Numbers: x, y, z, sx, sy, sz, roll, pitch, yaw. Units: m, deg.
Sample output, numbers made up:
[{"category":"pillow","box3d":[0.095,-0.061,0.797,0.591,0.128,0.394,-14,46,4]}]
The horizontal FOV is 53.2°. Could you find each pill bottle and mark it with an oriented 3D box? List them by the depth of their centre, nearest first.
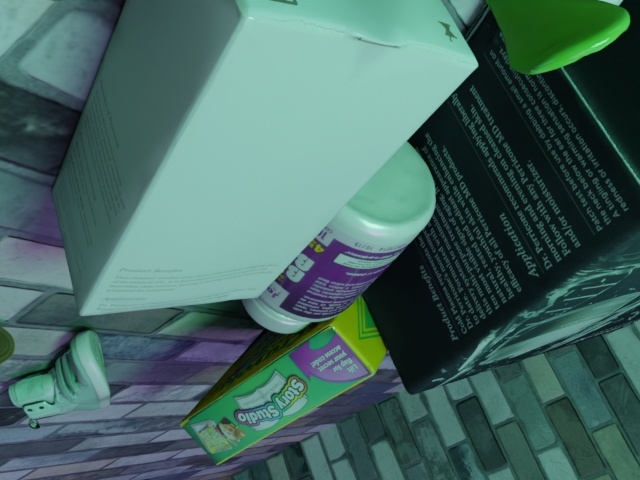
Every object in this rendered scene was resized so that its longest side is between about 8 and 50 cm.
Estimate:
[{"category":"pill bottle","box3d":[0.000,0.000,0.807,0.169,0.169,0.301,-7,151,-31]}]

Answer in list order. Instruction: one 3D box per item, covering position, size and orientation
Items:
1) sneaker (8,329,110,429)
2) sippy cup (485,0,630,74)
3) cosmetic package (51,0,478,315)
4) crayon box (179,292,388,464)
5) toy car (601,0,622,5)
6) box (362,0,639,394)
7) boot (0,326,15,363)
[{"category":"sneaker","box3d":[-0.417,0.228,1.017,0.151,0.094,0.256,-9,152,-21]},{"category":"sippy cup","box3d":[0.051,-0.216,0.238,0.305,0.224,0.240,18,125,-22]},{"category":"cosmetic package","box3d":[-0.080,-0.091,0.571,0.217,0.156,0.385,-1,148,-40]},{"category":"crayon box","box3d":[-0.023,0.180,1.072,0.363,0.106,0.313,-38,-177,31]},{"category":"toy car","box3d":[0.216,-0.260,0.517,0.181,0.159,0.136,-18,119,-9]},{"category":"box","box3d":[0.351,-0.056,0.852,0.479,0.298,0.472,-10,155,-27]},{"category":"boot","box3d":[-0.520,0.163,0.835,0.197,0.073,0.152,0,155,-42]}]
